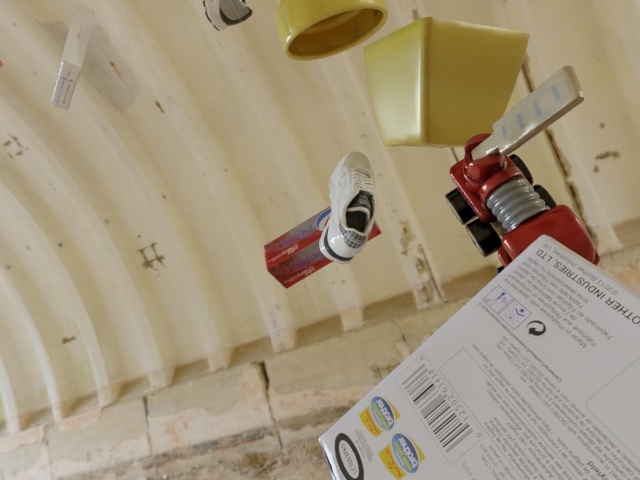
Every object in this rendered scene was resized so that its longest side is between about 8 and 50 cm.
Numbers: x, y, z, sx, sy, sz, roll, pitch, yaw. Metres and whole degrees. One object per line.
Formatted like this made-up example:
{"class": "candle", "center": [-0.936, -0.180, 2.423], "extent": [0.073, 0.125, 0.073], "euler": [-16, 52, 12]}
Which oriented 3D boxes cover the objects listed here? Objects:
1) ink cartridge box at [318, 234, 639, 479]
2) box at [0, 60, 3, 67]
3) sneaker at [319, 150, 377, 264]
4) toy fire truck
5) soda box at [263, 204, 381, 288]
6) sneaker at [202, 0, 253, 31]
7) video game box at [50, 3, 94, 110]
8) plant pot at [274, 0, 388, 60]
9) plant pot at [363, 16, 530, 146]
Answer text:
{"class": "ink cartridge box", "center": [0.173, 0.225, 0.395], "extent": [0.395, 0.270, 0.151], "euler": [-44, -54, 7]}
{"class": "box", "center": [-0.729, -0.304, 0.745], "extent": [0.123, 0.128, 0.256], "euler": [-7, 32, 39]}
{"class": "sneaker", "center": [0.064, -0.074, 0.743], "extent": [0.090, 0.234, 0.094], "euler": [16, -34, -12]}
{"class": "toy fire truck", "center": [0.257, -0.060, 0.531], "extent": [0.159, 0.216, 0.246], "euler": [-31, -28, 12]}
{"class": "soda box", "center": [0.000, 0.000, 0.990], "extent": [0.264, 0.092, 0.083], "euler": [-31, -50, 11]}
{"class": "sneaker", "center": [-0.213, -0.617, 0.958], "extent": [0.108, 0.271, 0.100], "euler": [-8, 9, 10]}
{"class": "video game box", "center": [-0.655, -0.479, 1.131], "extent": [0.048, 0.204, 0.187], "euler": [16, -31, -37]}
{"class": "plant pot", "center": [-0.001, -0.581, 0.982], "extent": [0.254, 0.238, 0.254], "euler": [-19, 4, 1]}
{"class": "plant pot", "center": [0.213, -0.266, 0.786], "extent": [0.213, 0.186, 0.212], "euler": [-3, 12, -21]}
